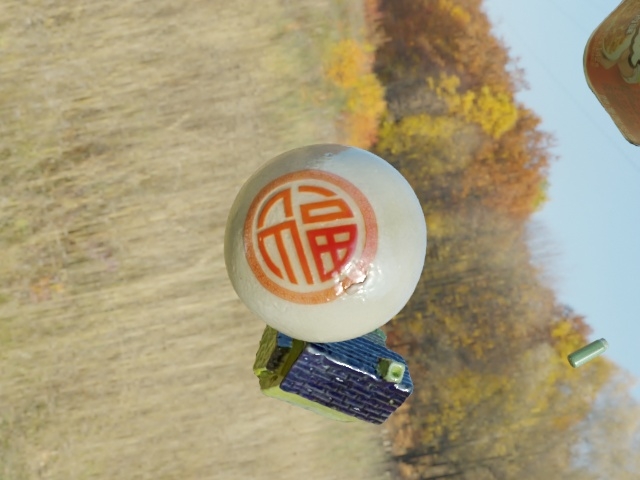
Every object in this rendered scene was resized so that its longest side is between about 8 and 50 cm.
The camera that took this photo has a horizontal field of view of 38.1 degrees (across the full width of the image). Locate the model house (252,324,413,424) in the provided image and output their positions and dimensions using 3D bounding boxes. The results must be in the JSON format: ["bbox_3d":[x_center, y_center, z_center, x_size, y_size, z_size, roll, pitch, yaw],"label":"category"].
[{"bbox_3d":[0.025,0.173,1.398,0.211,0.194,0.170,-23,-136,66],"label":"model house"}]

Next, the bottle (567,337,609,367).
[{"bbox_3d":[0.538,0.225,1.863,0.030,0.083,0.030,62,-4,7],"label":"bottle"}]

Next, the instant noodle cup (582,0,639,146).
[{"bbox_3d":[0.494,-0.208,1.094,0.308,0.294,0.293,-149,-135,-68],"label":"instant noodle cup"}]

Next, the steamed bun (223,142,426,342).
[{"bbox_3d":[0.000,0.000,1.258,0.177,0.283,0.282,27,51,-77],"label":"steamed bun"}]
